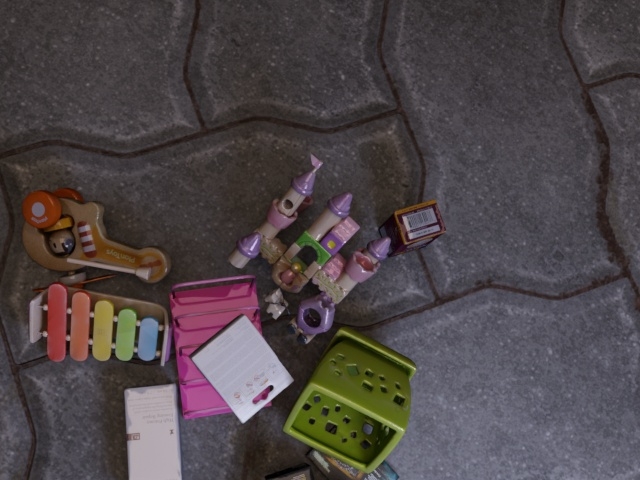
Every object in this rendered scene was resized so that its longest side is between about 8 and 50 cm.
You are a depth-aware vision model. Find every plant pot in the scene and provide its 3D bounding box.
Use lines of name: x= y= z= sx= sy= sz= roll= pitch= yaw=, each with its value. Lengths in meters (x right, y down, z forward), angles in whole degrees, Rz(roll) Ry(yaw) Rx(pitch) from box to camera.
plant pot: x=0.075 y=0.338 z=1.776 sx=0.227 sy=0.228 sz=0.207 roll=26 pitch=46 yaw=0

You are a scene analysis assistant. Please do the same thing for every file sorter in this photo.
file sorter: x=-0.222 y=0.235 z=1.794 sx=0.202 sy=0.182 sz=0.291 roll=-7 pitch=79 yaw=-9

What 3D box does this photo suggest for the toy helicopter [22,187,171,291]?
toy helicopter: x=-0.508 y=0.031 z=1.821 sx=0.355 sy=0.140 sz=0.235 roll=17 pitch=99 yaw=8

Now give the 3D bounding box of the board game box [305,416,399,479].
board game box: x=0.072 y=0.515 z=1.849 sx=0.126 sy=0.026 sz=0.186 roll=-42 pitch=86 yaw=-13

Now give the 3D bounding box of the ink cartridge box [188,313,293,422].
ink cartridge box: x=-0.164 y=0.265 z=1.690 sx=0.145 sy=0.045 sz=0.179 roll=-39 pitch=103 yaw=-15

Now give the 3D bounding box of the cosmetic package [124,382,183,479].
cosmetic package: x=-0.366 y=0.438 z=1.784 sx=0.117 sy=0.085 sz=0.231 roll=-6 pitch=78 yaw=-8

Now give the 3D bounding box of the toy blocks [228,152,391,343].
toy blocks: x=0.000 y=0.000 z=1.768 sx=0.288 sy=0.309 sz=0.260 roll=44 pitch=119 yaw=3

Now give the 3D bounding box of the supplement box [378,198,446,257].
supplement box: x=0.212 y=-0.025 z=1.898 sx=0.104 sy=0.188 sz=0.081 roll=-16 pitch=81 yaw=-10

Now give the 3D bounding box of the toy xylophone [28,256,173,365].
toy xylophone: x=-0.480 y=0.161 z=1.780 sx=0.322 sy=0.081 sz=0.236 roll=3 pitch=118 yaw=1

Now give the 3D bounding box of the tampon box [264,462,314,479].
tampon box: x=-0.051 y=0.583 z=1.771 sx=0.101 sy=0.120 sz=0.161 roll=-16 pitch=81 yaw=-10
